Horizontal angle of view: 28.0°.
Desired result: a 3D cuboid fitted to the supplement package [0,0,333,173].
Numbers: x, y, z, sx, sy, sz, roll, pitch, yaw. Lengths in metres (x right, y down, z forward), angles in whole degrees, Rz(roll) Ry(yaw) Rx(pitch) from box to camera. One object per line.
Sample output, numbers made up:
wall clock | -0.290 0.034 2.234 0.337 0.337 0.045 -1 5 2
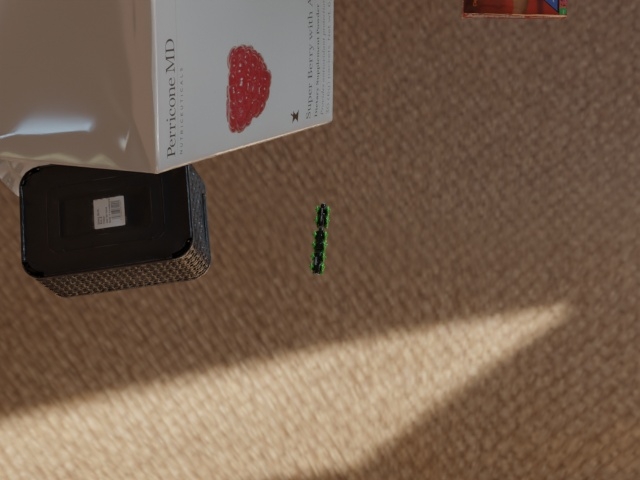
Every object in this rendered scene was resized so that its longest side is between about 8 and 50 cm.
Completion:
supplement package | -0.127 -0.167 1.055 0.175 0.293 0.178 7 106 26

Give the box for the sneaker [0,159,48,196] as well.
sneaker | -0.304 -0.137 1.678 0.106 0.290 0.123 45 112 -5

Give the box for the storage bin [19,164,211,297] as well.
storage bin | -0.213 -0.018 1.337 0.180 0.084 0.122 -8 72 7

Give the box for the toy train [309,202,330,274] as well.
toy train | 0.000 0.000 1.414 0.017 0.024 0.083 3 71 7

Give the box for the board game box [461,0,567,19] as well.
board game box | 0.270 -0.449 1.793 0.145 0.027 0.281 1 84 2
